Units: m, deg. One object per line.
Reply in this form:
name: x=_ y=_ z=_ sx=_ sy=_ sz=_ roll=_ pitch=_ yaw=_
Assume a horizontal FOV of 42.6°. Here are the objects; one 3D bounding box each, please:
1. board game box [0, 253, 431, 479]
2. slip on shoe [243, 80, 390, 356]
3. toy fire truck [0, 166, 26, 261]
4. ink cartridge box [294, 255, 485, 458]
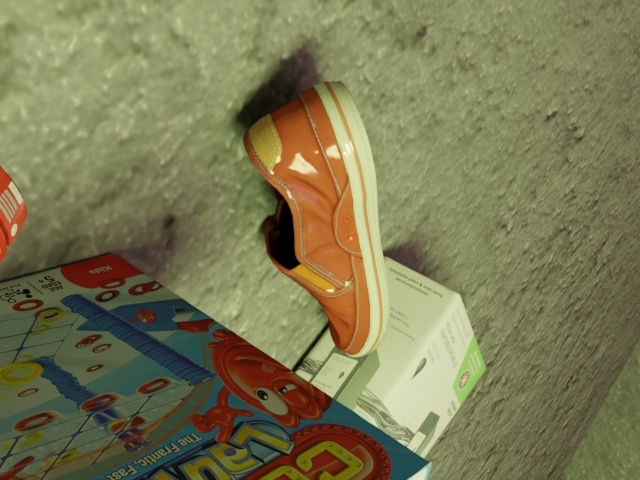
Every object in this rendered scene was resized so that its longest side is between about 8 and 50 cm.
board game box: x=-0.151 y=0.136 z=0.452 sx=0.308 sy=0.302 sz=0.086 roll=-18 pitch=127 yaw=-47
slip on shoe: x=0.000 y=0.000 z=0.756 sx=0.101 sy=0.123 sz=0.331 roll=-19 pitch=141 yaw=-5
toy fire truck: x=-0.250 y=0.017 z=0.385 sx=0.047 sy=0.192 sz=0.135 roll=74 pitch=24 yaw=-48
ink cartridge box: x=0.058 y=0.188 z=0.942 sx=0.273 sy=0.115 sz=0.198 roll=-52 pitch=145 yaw=-16
